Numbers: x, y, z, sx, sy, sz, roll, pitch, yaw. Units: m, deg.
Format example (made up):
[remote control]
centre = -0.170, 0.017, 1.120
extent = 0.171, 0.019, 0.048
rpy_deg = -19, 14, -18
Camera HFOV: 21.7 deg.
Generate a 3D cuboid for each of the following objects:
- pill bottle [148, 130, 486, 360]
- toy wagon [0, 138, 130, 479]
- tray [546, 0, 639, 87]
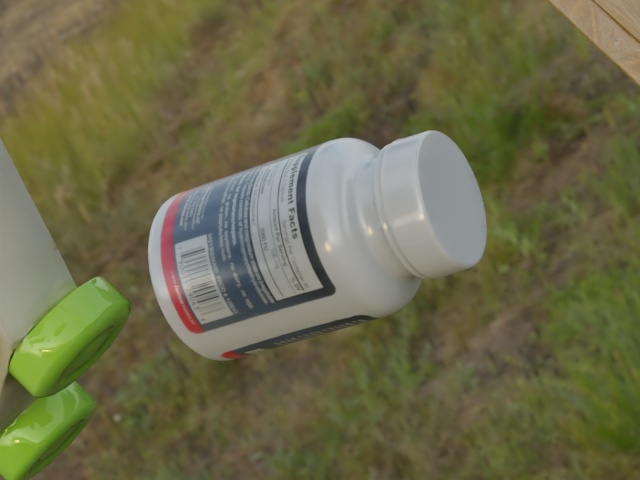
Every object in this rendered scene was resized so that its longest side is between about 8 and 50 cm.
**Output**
[pill bottle]
centre = 0.000, 0.000, 0.973
extent = 0.180, 0.108, 0.108
rpy_deg = -17, 21, 29
[toy wagon]
centre = -0.199, -0.031, 0.714
extent = 0.068, 0.267, 0.344
rpy_deg = -43, -8, -28
[tray]
centre = 0.159, -0.188, 0.709
extent = 0.202, 0.076, 0.411
rpy_deg = -67, 23, 20
